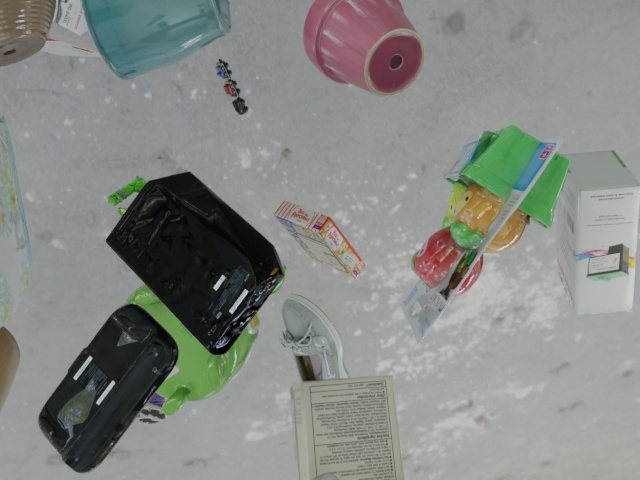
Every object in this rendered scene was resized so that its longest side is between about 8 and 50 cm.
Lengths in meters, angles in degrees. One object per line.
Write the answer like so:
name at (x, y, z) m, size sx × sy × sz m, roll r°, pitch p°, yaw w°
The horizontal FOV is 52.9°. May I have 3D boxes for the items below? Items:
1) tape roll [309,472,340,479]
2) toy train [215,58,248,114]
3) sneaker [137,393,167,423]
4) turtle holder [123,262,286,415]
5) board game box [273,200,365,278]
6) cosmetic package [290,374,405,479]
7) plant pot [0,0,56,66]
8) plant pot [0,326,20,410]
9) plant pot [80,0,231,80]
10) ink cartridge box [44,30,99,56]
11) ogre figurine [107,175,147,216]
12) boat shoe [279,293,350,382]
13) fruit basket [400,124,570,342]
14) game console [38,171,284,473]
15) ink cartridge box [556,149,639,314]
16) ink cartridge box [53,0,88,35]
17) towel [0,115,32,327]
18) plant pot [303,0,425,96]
tape roll at (-0.017, 0.417, 0.736) m, size 0.169 × 0.246 × 0.246 m, roll -26°, pitch 134°, yaw 4°
toy train at (-0.228, -0.387, 1.633) m, size 0.036 × 0.027 × 0.158 m, roll -45°, pitch 133°, yaw -25°
sneaker at (-0.392, 0.323, 1.336) m, size 0.068 × 0.071 × 0.170 m, roll -35°, pitch 130°, yaw 16°
turtle holder at (-0.222, 0.135, 1.181) m, size 0.243 × 0.227 × 0.320 m, roll 28°, pitch 118°, yaw 13°
board game box at (0.000, 0.000, 1.446) m, size 0.045 × 0.147 × 0.193 m, roll -54°, pitch 138°, yaw -15°
cosmetic package at (0.042, 0.364, 0.987) m, size 0.153 × 0.296 × 0.129 m, roll 0°, pitch 164°, yaw -11°
plant pot at (-0.510, -0.344, 1.005) m, size 0.237 × 0.237 × 0.109 m, roll -24°, pitch 96°, yaw 6°
plant pot at (-0.687, 0.299, 1.175) m, size 0.237 × 0.254 × 0.237 m, roll -10°, pitch 125°, yaw -15°
plant pot at (-0.337, -0.509, 1.381) m, size 0.255 × 0.271 × 0.271 m, roll -11°, pitch 135°, yaw 7°
ink cartridge box at (-0.684, -0.528, 1.696) m, size 0.181 × 0.225 × 0.056 m, roll -3°, pitch 100°, yaw -60°
ogre figurine at (-0.482, -0.099, 1.806) m, size 0.197 × 0.118 × 0.097 m, roll 25°, pitch 151°, yaw 0°
boat shoe at (-0.017, 0.264, 1.419) m, size 0.103 × 0.118 × 0.320 m, roll -38°, pitch 124°, yaw -36°
fruit basket at (0.233, -0.018, 1.054) m, size 0.165 × 0.327 × 0.353 m, roll 39°, pitch 96°, yaw -1°
game console at (-0.215, 0.102, 0.759) m, size 0.361 × 0.213 × 0.044 m, roll -52°, pitch 153°, yaw 5°
ink cartridge box at (0.559, -0.018, 1.311) m, size 0.117 × 0.201 × 0.278 m, roll -4°, pitch 116°, yaw 11°
ink cartridge box at (-0.624, -0.587, 1.559) m, size 0.150 × 0.063 × 0.109 m, roll 27°, pitch 122°, yaw -14°
towel at (-0.572, -0.027, 1.045) m, size 0.090 × 0.320 × 0.374 m, roll -5°, pitch 105°, yaw -7°
plant pot at (0.093, -0.366, 1.199) m, size 0.201 × 0.180 × 0.201 m, roll -17°, pitch 134°, yaw -19°
